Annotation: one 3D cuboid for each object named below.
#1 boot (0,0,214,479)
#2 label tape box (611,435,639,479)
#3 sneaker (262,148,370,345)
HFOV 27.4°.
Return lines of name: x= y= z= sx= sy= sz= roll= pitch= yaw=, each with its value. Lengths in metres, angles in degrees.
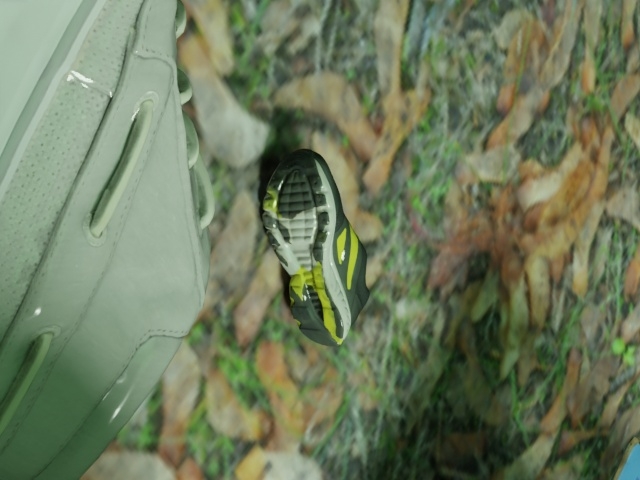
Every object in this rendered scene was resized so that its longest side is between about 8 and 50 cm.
boot: x=-0.076 y=-0.046 z=0.401 sx=0.123 sy=0.095 sz=0.258 roll=32 pitch=81 yaw=-52
label tape box: x=0.077 y=0.279 z=0.605 sx=0.240 sy=0.106 sz=0.333 roll=51 pitch=60 yaw=-40
sneaker: x=0.000 y=0.000 z=0.531 sx=0.035 sy=0.031 sz=0.083 roll=-42 pitch=131 yaw=-52
